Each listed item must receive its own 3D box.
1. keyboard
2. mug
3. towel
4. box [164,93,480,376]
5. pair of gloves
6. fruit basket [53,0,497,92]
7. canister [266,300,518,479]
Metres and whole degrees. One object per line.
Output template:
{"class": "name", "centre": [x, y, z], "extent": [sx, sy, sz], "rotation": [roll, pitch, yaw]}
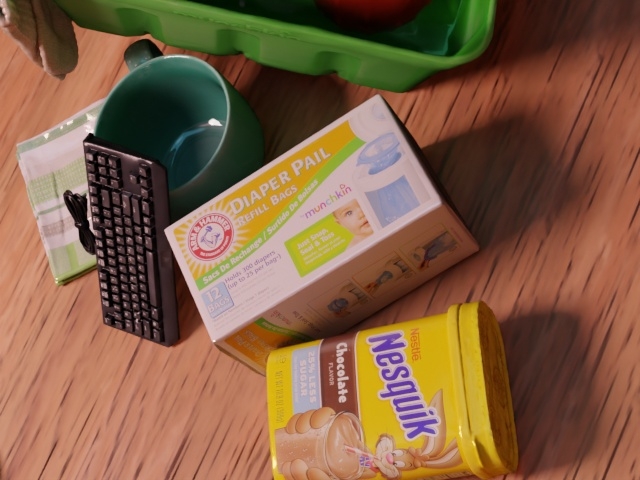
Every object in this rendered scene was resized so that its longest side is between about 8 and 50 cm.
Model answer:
{"class": "keyboard", "centre": [-0.165, 0.000, 1.069], "extent": [0.108, 0.180, 0.023], "rotation": [21, 39, 28]}
{"class": "mug", "centre": [-0.110, -0.089, 1.111], "extent": [0.129, 0.097, 0.158], "rotation": [2, 70, 25]}
{"class": "towel", "centre": [-0.210, -0.047, 1.180], "extent": [0.113, 0.023, 0.152], "rotation": [-28, 61, 12]}
{"class": "box", "centre": [0.000, 0.000, 1.024], "extent": [0.203, 0.103, 0.114], "rotation": [-32, 61, 8]}
{"class": "pair of gloves", "centre": [-0.245, -0.252, 1.063], "extent": [0.042, 0.204, 0.240], "rotation": [-15, 79, 1]}
{"class": "fruit basket", "centre": [-0.032, -0.294, 0.958], "extent": [0.392, 0.392, 0.283], "rotation": [3, 70, 24]}
{"class": "canister", "centre": [0.050, 0.122, 0.972], "extent": [0.170, 0.073, 0.126], "rotation": [-14, 64, 20]}
